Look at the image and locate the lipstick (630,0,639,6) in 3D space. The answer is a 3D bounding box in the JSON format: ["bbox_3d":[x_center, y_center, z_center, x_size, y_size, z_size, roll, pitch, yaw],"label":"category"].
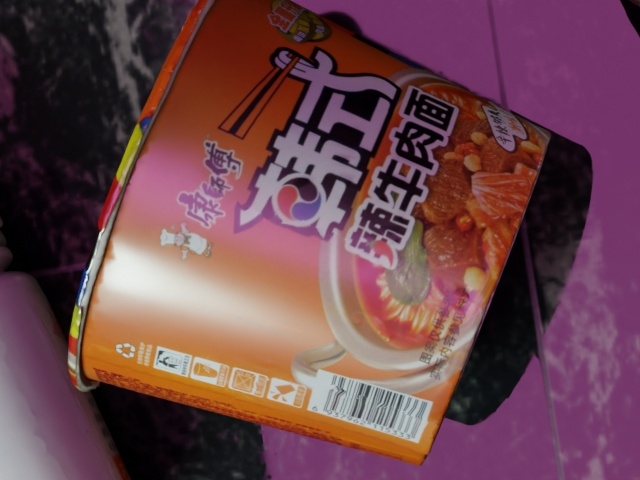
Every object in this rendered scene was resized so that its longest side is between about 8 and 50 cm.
[{"bbox_3d":[0.165,-0.169,0.908,0.087,0.327,0.087,0,91,14],"label":"lipstick"}]

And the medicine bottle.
[{"bbox_3d":[-0.214,0.087,1.095,0.144,0.144,0.252,-26,87,12],"label":"medicine bottle"}]

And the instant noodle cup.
[{"bbox_3d":[0.000,0.000,1.003,0.192,0.250,0.250,22,95,4],"label":"instant noodle cup"}]
